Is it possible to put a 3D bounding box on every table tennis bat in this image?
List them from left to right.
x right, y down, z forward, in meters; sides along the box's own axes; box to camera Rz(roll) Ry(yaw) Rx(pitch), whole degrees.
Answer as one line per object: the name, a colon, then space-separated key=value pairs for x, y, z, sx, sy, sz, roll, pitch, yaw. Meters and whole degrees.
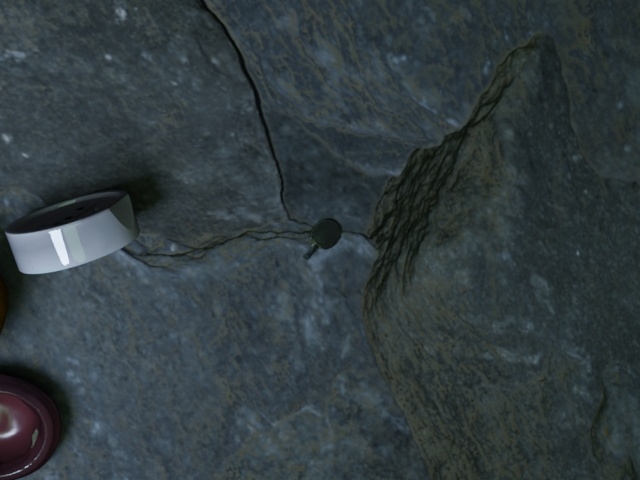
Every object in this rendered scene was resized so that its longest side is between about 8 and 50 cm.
table tennis bat: x=0.000 y=0.000 z=1.917 sx=0.050 sy=0.007 sz=0.083 roll=40 pitch=90 yaw=-17

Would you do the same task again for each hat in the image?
hat: x=-0.533 y=0.303 z=1.830 sx=0.206 sy=0.089 sz=0.205 roll=-4 pitch=107 yaw=-14

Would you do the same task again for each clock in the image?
clock: x=-0.385 y=-0.015 z=1.733 sx=0.197 sy=0.197 sz=0.068 roll=-17 pitch=106 yaw=-8

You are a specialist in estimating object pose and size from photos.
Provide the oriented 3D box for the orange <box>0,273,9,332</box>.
orange: x=-0.599 y=0.105 z=1.694 sx=0.240 sy=0.240 sz=0.239 roll=-3 pitch=103 yaw=-11
